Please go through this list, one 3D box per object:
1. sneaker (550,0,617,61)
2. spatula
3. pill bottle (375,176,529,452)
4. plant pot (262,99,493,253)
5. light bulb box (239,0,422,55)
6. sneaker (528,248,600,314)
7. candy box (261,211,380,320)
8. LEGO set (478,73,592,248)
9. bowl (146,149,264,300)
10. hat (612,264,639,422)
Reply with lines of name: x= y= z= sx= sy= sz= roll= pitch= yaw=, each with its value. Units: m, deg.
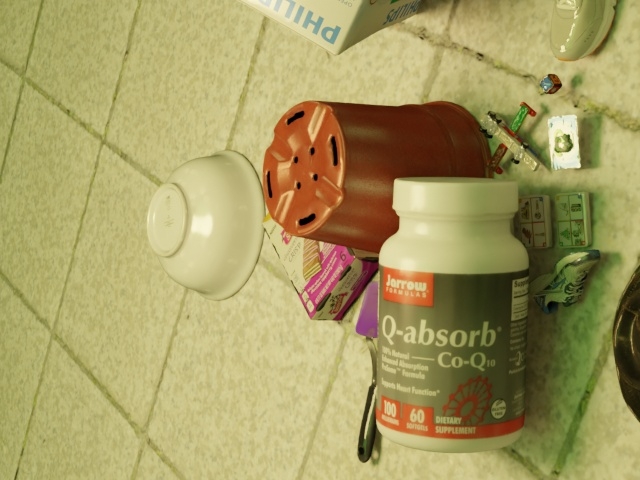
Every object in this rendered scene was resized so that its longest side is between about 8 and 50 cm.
sneaker: x=0.342 y=-0.378 z=1.649 sx=0.099 sy=0.121 sz=0.262 roll=22 pitch=104 yaw=50
spatula: x=0.086 y=0.214 z=1.976 sx=0.084 sy=0.030 sz=0.296 roll=2 pitch=87 yaw=50
pill bottle: x=0.183 y=0.096 z=1.690 sx=0.210 sy=0.210 sz=0.363 roll=8 pitch=100 yaw=52
plant pot: x=0.074 y=-0.097 z=1.840 sx=0.272 sy=0.265 sz=0.272 roll=-9 pitch=79 yaw=51
light bulb box: x=0.068 y=-0.505 z=1.772 sx=0.225 sy=0.358 sz=0.361 roll=32 pitch=119 yaw=10
sneaker: x=0.343 y=0.058 z=1.661 sx=0.135 sy=0.052 sz=0.058 roll=-48 pitch=57 yaw=49
candy box: x=0.000 y=0.000 z=2.079 sx=0.159 sy=0.071 sz=0.233 roll=-56 pitch=46 yaw=32
LEGO set: x=0.311 y=-0.110 z=1.734 sx=0.182 sy=0.060 sz=0.244 roll=-4 pitch=91 yaw=48
bowl: x=-0.245 y=-0.034 z=2.345 sx=0.298 sy=0.134 sz=0.298 roll=-7 pitch=80 yaw=51
hat: x=0.448 y=0.132 z=1.447 sx=0.331 sy=0.134 sz=0.331 roll=-10 pitch=77 yaw=50
